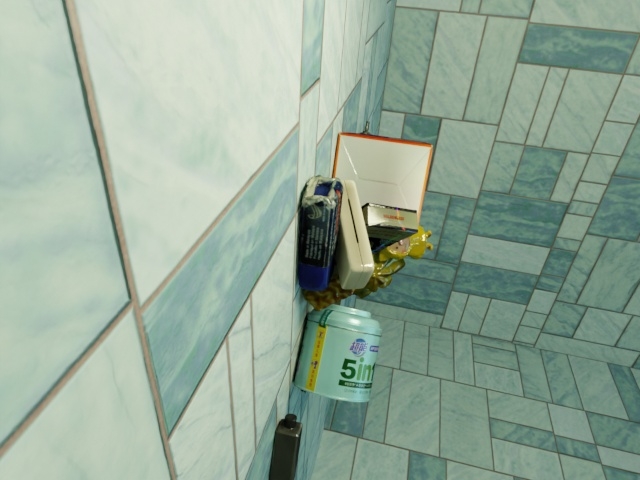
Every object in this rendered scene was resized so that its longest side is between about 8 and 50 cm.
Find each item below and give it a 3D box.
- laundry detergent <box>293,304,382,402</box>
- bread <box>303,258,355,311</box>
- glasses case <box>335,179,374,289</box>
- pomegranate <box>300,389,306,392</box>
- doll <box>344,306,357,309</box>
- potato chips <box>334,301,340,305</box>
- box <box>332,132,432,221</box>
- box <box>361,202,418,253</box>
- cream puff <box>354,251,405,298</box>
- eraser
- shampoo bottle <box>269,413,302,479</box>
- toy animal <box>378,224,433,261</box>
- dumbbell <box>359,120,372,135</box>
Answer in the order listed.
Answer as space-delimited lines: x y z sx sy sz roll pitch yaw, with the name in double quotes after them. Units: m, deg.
0.069 0.395 1.638 0.287 0.286 0.306 54 47 -78 "laundry detergent"
0.036 0.131 1.523 0.096 0.181 0.222 57 23 -16 "bread"
0.086 -0.023 1.410 0.144 0.076 0.337 107 -23 -58 "glasses case"
-0.017 0.560 1.817 0.130 0.130 0.131 10 90 -81 "pomegranate"
0.055 0.408 1.989 0.166 0.162 0.270 158 -47 -83 "doll"
0.073 0.295 2.270 0.195 0.061 0.208 59 44 -74 "potato chips"
0.233 -0.242 1.749 0.257 0.348 0.319 -52 149 -71 "box"
0.177 -0.034 1.584 0.310 0.197 0.084 147 -54 -62 "box"
0.200 0.106 1.903 0.276 0.377 0.379 -122 -155 -43 "cream puff"
-0.003 -0.015 1.310 0.155 0.101 0.333 -67 164 -56 "eraser"
-0.113 0.690 1.487 0.080 0.079 0.246 -48 147 -76 "shampoo bottle"
0.333 0.004 1.761 0.156 0.229 0.156 180 -90 -70 "toy animal"
0.216 -0.464 2.245 0.081 0.081 0.254 -38 137 -77 "dumbbell"
